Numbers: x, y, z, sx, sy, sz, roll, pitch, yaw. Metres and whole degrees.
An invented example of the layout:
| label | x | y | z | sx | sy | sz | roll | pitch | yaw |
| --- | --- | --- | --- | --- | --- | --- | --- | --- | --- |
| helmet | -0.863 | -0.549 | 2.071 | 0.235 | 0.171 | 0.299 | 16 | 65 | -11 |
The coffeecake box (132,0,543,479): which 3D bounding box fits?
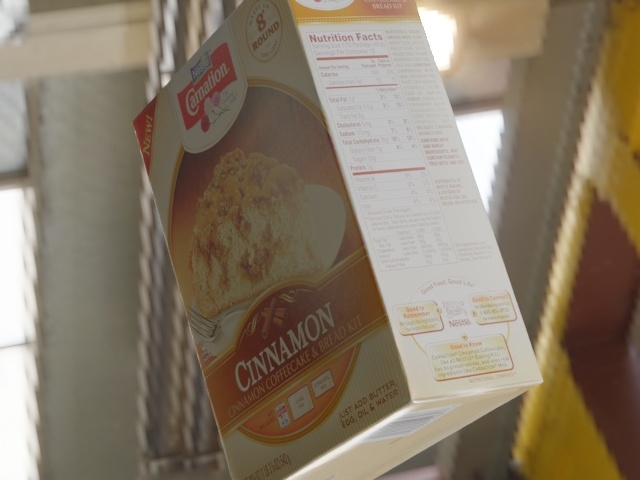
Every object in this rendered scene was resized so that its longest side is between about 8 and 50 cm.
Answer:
| label | x | y | z | sx | sy | sz | roll | pitch | yaw |
| --- | --- | --- | --- | --- | --- | --- | --- | --- | --- |
| coffeecake box | 0.000 | 0.000 | 0.753 | 0.142 | 0.068 | 0.185 | -40 | -118 | 51 |
